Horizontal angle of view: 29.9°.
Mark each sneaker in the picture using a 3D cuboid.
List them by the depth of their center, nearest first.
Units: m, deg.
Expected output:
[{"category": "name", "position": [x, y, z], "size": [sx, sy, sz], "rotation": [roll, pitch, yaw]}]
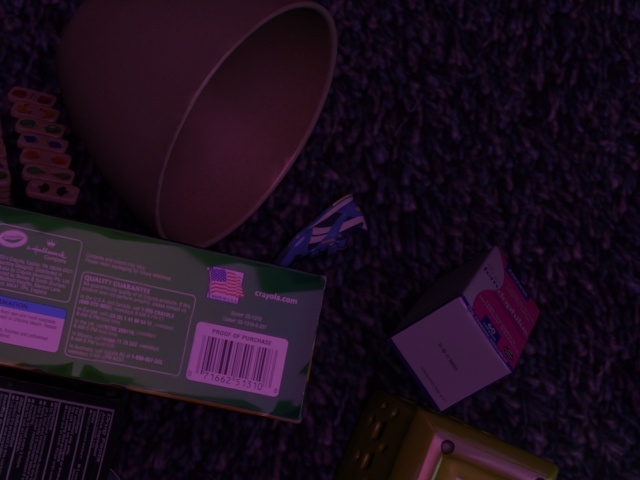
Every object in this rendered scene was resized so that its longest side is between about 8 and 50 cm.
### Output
[{"category": "sneaker", "position": [0.000, 0.000, 1.553], "size": [0.144, 0.053, 0.059], "rotation": [-37, 95, -13]}]

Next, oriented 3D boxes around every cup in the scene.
[{"category": "cup", "position": [-0.172, -0.185, 1.423], "size": [0.237, 0.331, 0.331], "rotation": [33, 77, 18]}]

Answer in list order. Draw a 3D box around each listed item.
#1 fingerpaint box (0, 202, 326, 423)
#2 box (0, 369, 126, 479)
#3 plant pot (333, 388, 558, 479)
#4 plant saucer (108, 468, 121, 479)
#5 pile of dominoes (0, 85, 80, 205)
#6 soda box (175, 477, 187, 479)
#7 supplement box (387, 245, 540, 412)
[{"category": "fingerpaint box", "position": [-0.254, 0.075, 1.322], "size": [0.445, 0.371, 0.163], "rotation": [13, 81, -11]}, {"category": "box", "position": [-0.393, 0.282, 1.293], "size": [0.183, 0.294, 0.296], "rotation": [8, 80, 29]}, {"category": "plant pot", "position": [0.148, 0.327, 1.475], "size": [0.227, 0.207, 0.228], "rotation": [24, 80, -10]}, {"category": "plant saucer", "position": [-0.296, 0.325, 1.466], "size": [0.119, 0.021, 0.119], "rotation": [1, 85, -13]}, {"category": "pile of dominoes", "position": [-0.391, -0.127, 1.398], "size": [0.196, 0.040, 0.251], "rotation": [-2, 40, -19]}, {"category": "soda box", "position": [-0.189, 0.424, 1.444], "size": [0.083, 0.092, 0.263], "rotation": [26, 79, -8]}, {"category": "supplement box", "position": [0.183, 0.105, 1.492], "size": [0.114, 0.220, 0.111], "rotation": [-33, 94, 24]}]
